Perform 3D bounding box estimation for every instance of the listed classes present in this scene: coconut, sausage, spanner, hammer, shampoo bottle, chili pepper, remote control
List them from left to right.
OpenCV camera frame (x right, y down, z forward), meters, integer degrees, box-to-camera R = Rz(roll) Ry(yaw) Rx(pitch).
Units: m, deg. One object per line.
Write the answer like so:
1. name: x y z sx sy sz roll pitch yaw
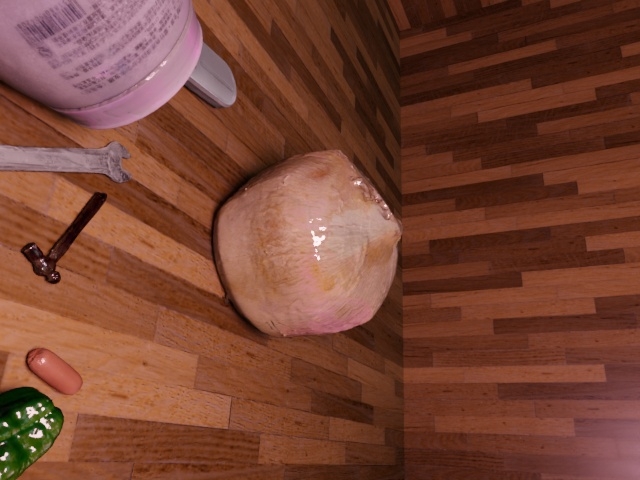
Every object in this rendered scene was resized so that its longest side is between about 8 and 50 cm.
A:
1. chili pepper: -0.387 0.234 0.534 0.253 0.083 0.099 -20 100 -61
2. spanner: -0.372 -0.115 0.739 0.302 0.017 0.071 -13 95 -67
3. sausage: -0.348 0.172 0.692 0.034 0.034 0.083 -74 147 -42
4. shampoo bottle: -0.300 -0.298 0.641 0.266 0.272 0.273 60 31 -59
5. hammer: -0.352 -0.020 0.754 0.178 0.021 0.065 -72 145 -45
6. remote control: -0.248 -0.345 1.043 0.247 0.052 0.104 30 55 -61
7. coconut: 0.000 0.000 1.126 0.404 0.404 0.405 -7 90 -66
